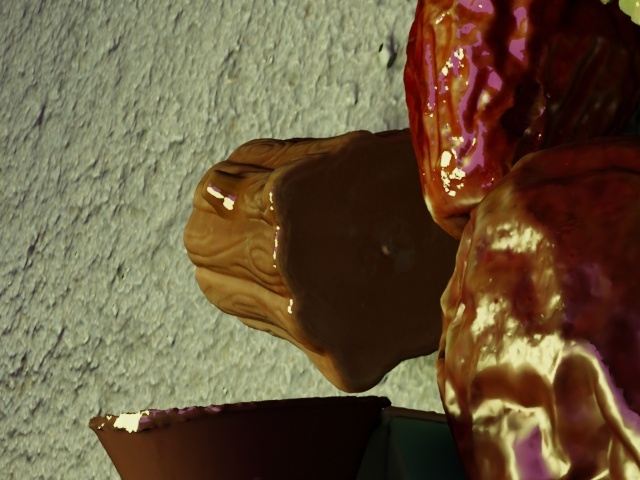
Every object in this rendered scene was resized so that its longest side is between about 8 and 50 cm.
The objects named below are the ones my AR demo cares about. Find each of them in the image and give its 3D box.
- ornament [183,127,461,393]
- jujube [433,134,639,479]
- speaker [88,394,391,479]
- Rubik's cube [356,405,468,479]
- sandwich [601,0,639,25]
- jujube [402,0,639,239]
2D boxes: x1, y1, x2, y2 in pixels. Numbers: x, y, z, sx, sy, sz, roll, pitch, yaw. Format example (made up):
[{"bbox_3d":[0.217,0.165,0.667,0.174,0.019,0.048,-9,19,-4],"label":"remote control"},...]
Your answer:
[{"bbox_3d":[0.000,0.000,1.685,0.217,0.221,0.235,7,77,62],"label":"ornament"},{"bbox_3d":[0.219,0.100,1.269,0.276,0.276,0.377,-50,49,36],"label":"jujube"},{"bbox_3d":[-0.074,0.263,1.314,0.259,0.198,0.329,-1,87,45],"label":"speaker"},{"bbox_3d":[0.107,0.278,1.396,0.221,0.224,0.231,-52,41,36],"label":"Rubik's cube"},{"bbox_3d":[0.270,-0.219,1.274,0.198,0.227,0.155,-51,30,-5],"label":"sandwich"},{"bbox_3d":[0.158,-0.136,1.496,0.197,0.197,0.290,-18,51,54],"label":"jujube"}]
